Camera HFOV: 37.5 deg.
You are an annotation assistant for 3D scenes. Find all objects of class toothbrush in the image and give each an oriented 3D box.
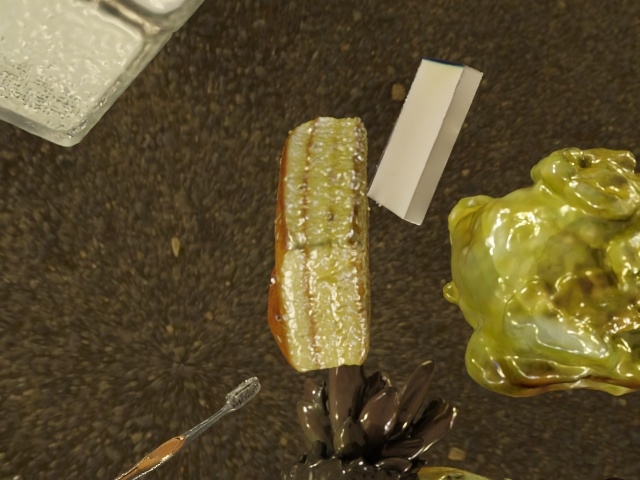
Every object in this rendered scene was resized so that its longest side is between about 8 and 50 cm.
[{"bbox_3d":[-0.203,0.272,1.190,0.321,0.031,0.023,-35,57,-21],"label":"toothbrush"}]

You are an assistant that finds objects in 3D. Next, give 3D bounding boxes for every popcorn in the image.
[{"bbox_3d":[0.295,0.034,1.105,0.312,0.312,0.312,1,82,-8],"label":"popcorn"}]

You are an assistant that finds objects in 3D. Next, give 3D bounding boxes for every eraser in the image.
[{"bbox_3d":[0.096,-0.096,0.893,0.023,0.104,0.150,18,99,-21],"label":"eraser"}]

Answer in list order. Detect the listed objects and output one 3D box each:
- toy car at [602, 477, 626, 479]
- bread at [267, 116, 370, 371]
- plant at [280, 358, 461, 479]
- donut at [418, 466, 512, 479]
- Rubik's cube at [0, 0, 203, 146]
[{"bbox_3d":[0.221,0.197,0.332,0.341,0.240,0.271,-8,124,-24],"label":"toy car"},{"bbox_3d":[0.000,0.000,1.041,0.111,0.184,0.234,0,40,4],"label":"bread"},{"bbox_3d":[0.050,0.286,1.156,0.182,0.194,0.320,30,66,-35],"label":"plant"},{"bbox_3d":[0.181,0.457,1.302,0.360,0.360,0.170,-3,113,-9],"label":"donut"},{"bbox_3d":[-0.121,-0.232,0.286,0.253,0.256,0.259,26,36,-39],"label":"Rubik's cube"}]
